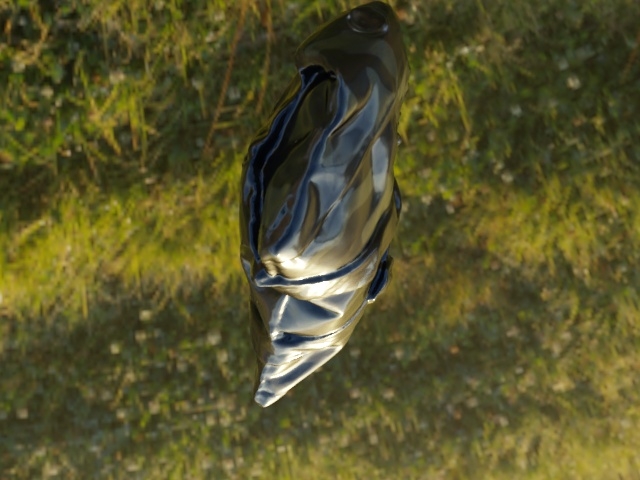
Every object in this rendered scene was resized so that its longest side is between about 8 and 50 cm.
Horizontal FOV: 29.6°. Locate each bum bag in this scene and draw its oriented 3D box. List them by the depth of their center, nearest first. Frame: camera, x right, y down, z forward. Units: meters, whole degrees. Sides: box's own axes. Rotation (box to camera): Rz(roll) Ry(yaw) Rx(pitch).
[{"bbox_3d":[0.000,0.000,0.727,0.095,0.144,0.340,21,156,5],"label":"bum bag"}]
